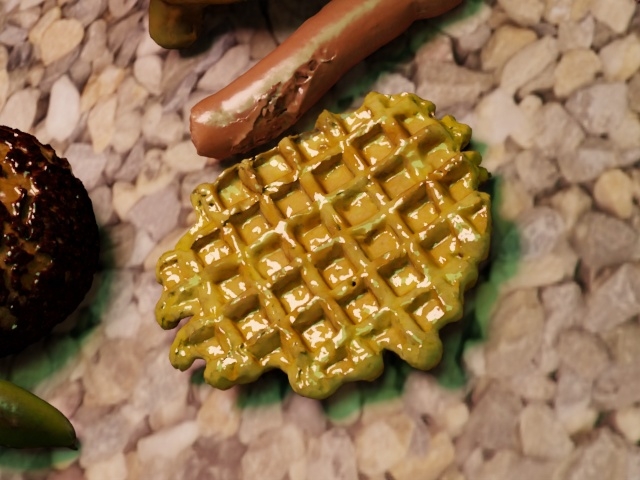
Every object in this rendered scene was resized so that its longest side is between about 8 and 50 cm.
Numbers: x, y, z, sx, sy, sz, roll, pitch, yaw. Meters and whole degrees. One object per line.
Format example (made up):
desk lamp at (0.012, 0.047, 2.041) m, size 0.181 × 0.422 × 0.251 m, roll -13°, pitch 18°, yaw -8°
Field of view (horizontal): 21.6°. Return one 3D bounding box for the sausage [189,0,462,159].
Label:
sausage at (0.004, -0.175, 1.580) m, size 0.304 × 0.078 × 0.078 m, roll -36°, pitch 53°, yaw -3°

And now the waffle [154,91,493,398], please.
waffle at (0.001, 0.002, 1.476) m, size 0.312 × 0.060 × 0.307 m, roll -3°, pitch 57°, yaw 18°

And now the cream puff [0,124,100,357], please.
cream puff at (-0.327, -0.002, 1.543) m, size 0.239 × 0.165 × 0.239 m, roll -12°, pitch 53°, yaw 17°

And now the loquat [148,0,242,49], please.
loquat at (-0.109, -0.356, 1.616) m, size 0.328 × 0.328 × 0.359 m, roll 33°, pitch 117°, yaw 35°

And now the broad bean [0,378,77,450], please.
broad bean at (-0.327, 0.128, 1.465) m, size 0.255 × 0.046 × 0.065 m, roll 29°, pitch 99°, yaw -6°
